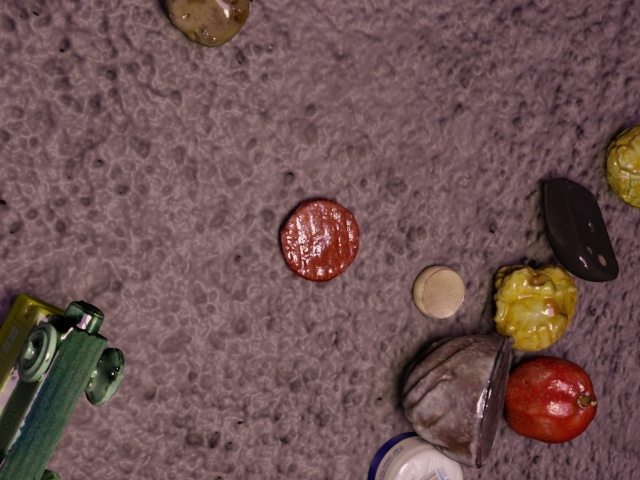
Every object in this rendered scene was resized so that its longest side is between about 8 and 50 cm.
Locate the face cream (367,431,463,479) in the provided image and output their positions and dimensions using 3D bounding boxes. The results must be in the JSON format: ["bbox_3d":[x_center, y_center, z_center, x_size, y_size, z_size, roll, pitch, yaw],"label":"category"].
[{"bbox_3d":[0.219,0.548,1.891,0.205,0.111,0.206,-4,100,-23],"label":"face cream"}]

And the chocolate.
[{"bbox_3d":[0.290,0.329,1.832,0.213,0.303,0.303,11,90,20],"label":"chocolate"}]

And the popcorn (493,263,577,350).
[{"bbox_3d":[0.485,0.143,1.933,0.203,0.200,0.226,35,85,17],"label":"popcorn"}]

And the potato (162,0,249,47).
[{"bbox_3d":[-0.223,-0.490,1.542,0.165,0.165,0.262,-23,109,-20],"label":"potato"}]

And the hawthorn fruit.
[{"bbox_3d":[0.545,0.370,1.935,0.205,0.253,0.205,1,88,-34],"label":"hawthorn fruit"}]

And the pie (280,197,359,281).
[{"bbox_3d":[0.000,0.000,1.757,0.182,0.049,0.182,-3,98,-26],"label":"pie"}]

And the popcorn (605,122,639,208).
[{"bbox_3d":[0.797,-0.175,2.026,0.204,0.183,0.221,-43,112,-7],"label":"popcorn"}]

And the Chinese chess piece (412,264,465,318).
[{"bbox_3d":[0.268,0.116,1.893,0.122,0.051,0.122,-4,100,-23],"label":"Chinese chess piece"}]

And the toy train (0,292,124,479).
[{"bbox_3d":[-0.515,0.295,1.440,0.179,0.272,0.442,30,83,-38],"label":"toy train"}]

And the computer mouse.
[{"bbox_3d":[0.595,-0.012,1.951,0.170,0.100,0.269,23,49,-37],"label":"computer mouse"}]
